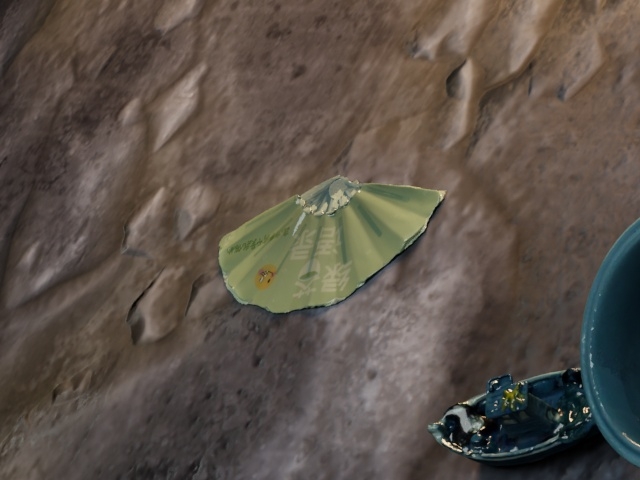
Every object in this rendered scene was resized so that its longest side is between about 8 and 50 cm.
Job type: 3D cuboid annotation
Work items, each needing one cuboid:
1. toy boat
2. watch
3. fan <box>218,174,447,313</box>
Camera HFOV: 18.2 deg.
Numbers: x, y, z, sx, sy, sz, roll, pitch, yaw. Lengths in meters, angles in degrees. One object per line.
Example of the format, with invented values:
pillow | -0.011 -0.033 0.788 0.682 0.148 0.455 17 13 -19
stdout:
toy boat | 0.135 0.115 1.327 0.137 0.061 0.060 -19 46 35
watch | 0.252 0.061 1.183 0.193 0.211 0.211 -51 31 33
fan | 0.000 0.000 1.608 0.240 0.009 0.131 -12 53 38
